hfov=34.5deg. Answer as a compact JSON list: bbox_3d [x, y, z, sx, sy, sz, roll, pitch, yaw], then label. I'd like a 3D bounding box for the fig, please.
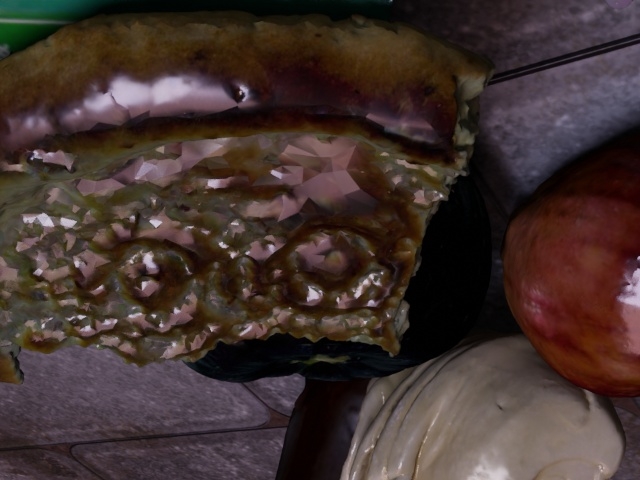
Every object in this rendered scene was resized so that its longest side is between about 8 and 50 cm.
[{"bbox_3d":[0.263,0.019,0.841,0.224,0.224,0.263,25,159,-11],"label":"fig"}]

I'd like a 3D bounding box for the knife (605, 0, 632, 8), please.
[{"bbox_3d":[0.159,-0.243,0.692,0.058,0.032,0.244,-28,130,34],"label":"knife"}]

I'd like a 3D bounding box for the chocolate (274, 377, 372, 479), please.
[{"bbox_3d":[0.105,0.346,1.244,0.384,0.331,0.383,11,142,9],"label":"chocolate"}]

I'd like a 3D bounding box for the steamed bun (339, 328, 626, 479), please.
[{"bbox_3d":[0.126,0.200,0.981,0.203,0.276,0.289,41,166,6],"label":"steamed bun"}]

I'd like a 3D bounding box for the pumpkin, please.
[{"bbox_3d":[0.000,0.000,0.897,0.315,0.238,0.315,-7,160,-3],"label":"pumpkin"}]

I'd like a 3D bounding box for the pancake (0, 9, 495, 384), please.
[{"bbox_3d":[-0.105,-0.004,0.645,0.427,0.067,0.304,-5,134,2],"label":"pancake"}]

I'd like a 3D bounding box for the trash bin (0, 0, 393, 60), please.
[{"bbox_3d":[-0.135,-0.182,0.710,0.381,0.295,0.259,5,143,0],"label":"trash bin"}]
